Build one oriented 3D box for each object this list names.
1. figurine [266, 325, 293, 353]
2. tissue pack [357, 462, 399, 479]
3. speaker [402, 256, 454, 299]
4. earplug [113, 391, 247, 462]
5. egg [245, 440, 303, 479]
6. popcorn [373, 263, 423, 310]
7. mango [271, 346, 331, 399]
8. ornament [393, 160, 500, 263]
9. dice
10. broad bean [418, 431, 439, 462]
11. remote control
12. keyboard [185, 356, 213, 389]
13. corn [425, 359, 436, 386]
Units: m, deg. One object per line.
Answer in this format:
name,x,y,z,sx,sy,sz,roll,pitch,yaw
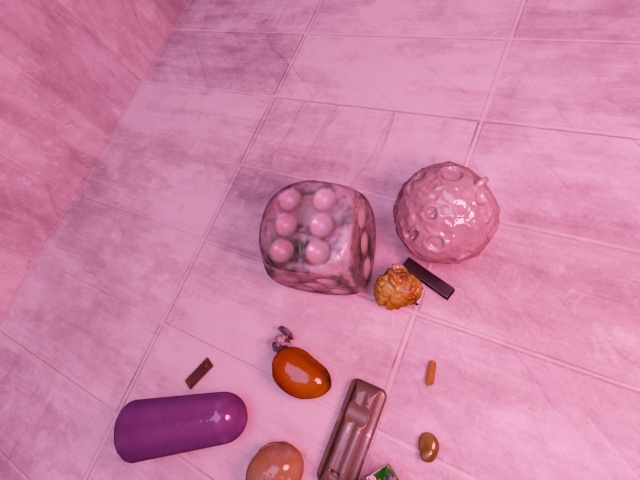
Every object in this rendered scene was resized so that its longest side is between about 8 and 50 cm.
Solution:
figurine,-0.141,0.369,1.490,0.094,0.082,0.086,25,57,36
tissue pack,0.201,0.762,1.161,0.209,0.156,0.148,57,137,27
speaker,0.372,0.130,1.410,0.191,0.040,0.046,38,83,30
earplug,-0.474,0.648,1.448,0.456,0.215,0.215,-13,64,12
egg,-0.147,0.734,1.299,0.201,0.164,0.164,-35,60,11
popcorn,0.265,0.167,1.377,0.173,0.173,0.142,-35,44,5
mango,-0.071,0.464,1.402,0.221,0.120,0.151,35,83,21
ornament,0.394,-0.081,1.324,0.337,0.337,0.337,-8,66,19
dice,0.000,0.000,1.440,0.330,0.348,0.328,1,71,24
broad bean,0.325,0.621,1.223,0.063,0.045,0.083,-7,58,31
remote control,0.099,0.620,1.300,0.128,0.065,0.335,16,75,28
keyboard,-0.478,0.522,1.603,0.129,0.015,0.049,-47,55,-1
corn,0.353,0.426,1.302,0.027,0.028,0.083,5,67,29
